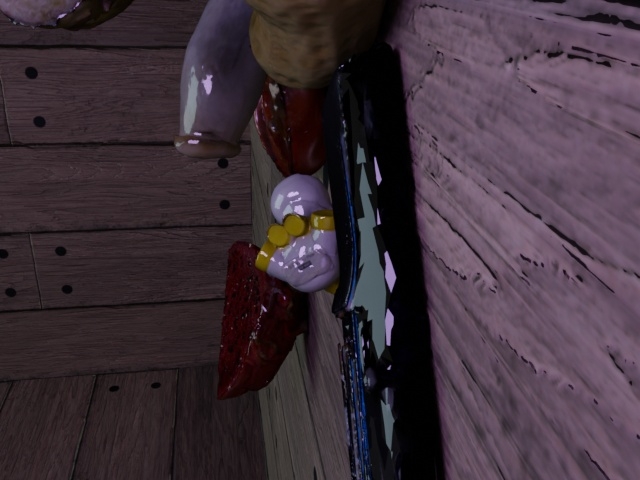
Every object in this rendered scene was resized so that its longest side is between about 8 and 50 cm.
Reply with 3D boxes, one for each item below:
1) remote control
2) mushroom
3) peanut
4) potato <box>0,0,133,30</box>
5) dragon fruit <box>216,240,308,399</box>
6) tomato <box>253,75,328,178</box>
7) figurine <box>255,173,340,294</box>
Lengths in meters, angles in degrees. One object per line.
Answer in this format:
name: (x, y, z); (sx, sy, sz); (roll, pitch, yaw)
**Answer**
remote control: (0.043, 0.037, 0.549); (0.144, 0.062, 0.399); (121, 145, -75)
mushroom: (-0.069, -0.250, 0.703); (0.352, 0.109, 0.097); (-61, 22, -1)
peanut: (-0.009, -0.232, 0.529); (0.319, 0.147, 0.148); (120, 146, -74)
potato: (-0.382, -0.459, 1.007); (0.289, 0.300, 0.237); (-60, -9, 6)
dragon fruit: (-0.082, 0.136, 1.174); (0.205, 0.151, 0.317); (-37, 44, 54)
tomato: (-0.033, -0.196, 0.861); (0.228, 0.101, 0.228); (168, 90, -79)
figurine: (-0.005, -0.006, 0.710); (0.129, 0.109, 0.178); (43, -162, -23)
